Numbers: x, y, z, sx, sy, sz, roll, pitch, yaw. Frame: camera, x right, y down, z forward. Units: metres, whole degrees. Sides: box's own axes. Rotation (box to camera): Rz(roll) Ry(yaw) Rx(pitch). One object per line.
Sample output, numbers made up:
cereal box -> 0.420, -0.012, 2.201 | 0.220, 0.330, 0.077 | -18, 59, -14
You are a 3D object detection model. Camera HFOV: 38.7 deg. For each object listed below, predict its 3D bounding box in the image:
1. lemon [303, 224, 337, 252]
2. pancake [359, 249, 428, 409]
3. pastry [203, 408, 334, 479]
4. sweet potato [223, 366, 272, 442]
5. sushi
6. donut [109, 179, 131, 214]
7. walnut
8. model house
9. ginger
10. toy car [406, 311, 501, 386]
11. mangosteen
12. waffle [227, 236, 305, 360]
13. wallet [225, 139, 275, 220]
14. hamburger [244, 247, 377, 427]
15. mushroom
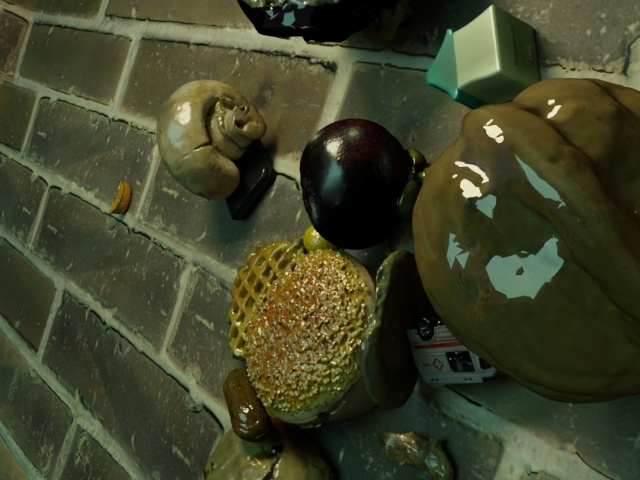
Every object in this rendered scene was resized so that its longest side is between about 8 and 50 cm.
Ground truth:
lemon -> 0.000, 0.000, 1.642 | 0.062, 0.062, 0.083 | -59, 39, 20
pancake -> 0.117, 0.130, 1.345 | 0.042, 0.222, 0.236 | 0, 44, 26
pastry -> -0.119, 0.420, 1.561 | 0.237, 0.170, 0.256 | -62, 33, 12
sweet potato -> -0.129, 0.270, 1.563 | 0.062, 0.081, 0.233 | -31, 20, 1
sushi -> 0.039, -0.477, 1.580 | 0.328, 0.285, 0.329 | 3, 79, 33
donut -> -0.517, -0.110, 2.370 | 0.067, 0.038, 0.083 | -36, 46, 43
walnut -> 0.298, -0.003, 1.041 | 0.383, 0.383, 0.384 | -22, 61, 47
model house -> 0.244, -0.261, 1.387 | 0.149, 0.100, 0.127 | -23, 60, 44
ginger -> 0.147, 0.316, 1.359 | 0.137, 0.044, 0.057 | 15, 61, 47
toy car -> 0.225, 0.145, 1.270 | 0.209, 0.089, 0.108 | -12, 92, 44
mangosteen -> 0.070, -0.100, 1.488 | 0.216, 0.216, 0.216 | -22, 61, 47
waffle -> -0.099, 0.116, 1.741 | 0.254, 0.052, 0.245 | -20, 61, 48
wallet -> -0.176, -0.170, 1.947 | 0.149, 0.044, 0.250 | -48, 44, 26
hamburger -> 0.000, 0.159, 1.493 | 0.302, 0.170, 0.302 | -23, 60, 47
mushroom -> -0.235, -0.223, 1.861 | 0.195, 0.189, 0.254 | -21, 59, 42
